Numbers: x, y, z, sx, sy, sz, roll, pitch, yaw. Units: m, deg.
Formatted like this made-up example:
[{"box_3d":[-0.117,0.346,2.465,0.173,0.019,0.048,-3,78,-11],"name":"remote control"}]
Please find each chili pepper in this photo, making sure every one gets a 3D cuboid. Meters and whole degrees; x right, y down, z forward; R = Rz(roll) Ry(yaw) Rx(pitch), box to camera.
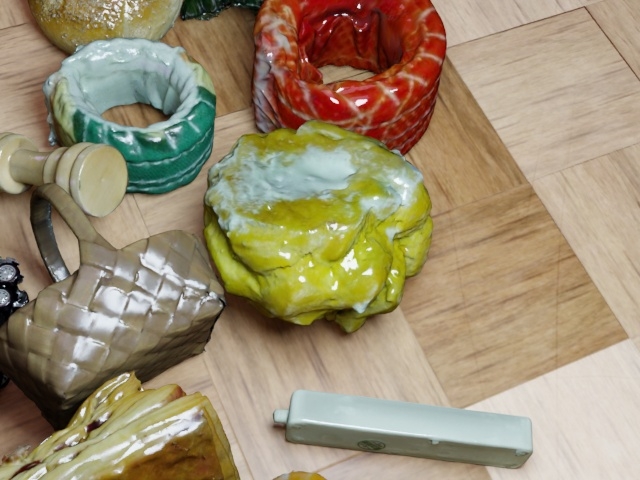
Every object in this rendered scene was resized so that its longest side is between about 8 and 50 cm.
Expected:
[{"box_3d":[-0.134,-0.470,1.819,0.264,0.116,0.148,-2,58,-8],"name":"chili pepper"}]

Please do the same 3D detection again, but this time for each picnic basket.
[{"box_3d":[-0.336,0.063,1.384,0.337,0.293,0.337,7,63,-13],"name":"picnic basket"}]

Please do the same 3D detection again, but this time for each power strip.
[{"box_3d":[0.120,0.280,1.427,0.385,0.091,0.062,7,58,-1],"name":"power strip"}]

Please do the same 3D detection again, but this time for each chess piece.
[{"box_3d":[-0.500,-0.126,1.547,0.397,0.117,0.117,12,57,27],"name":"chess piece"}]

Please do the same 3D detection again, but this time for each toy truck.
[{"box_3d":[-0.523,0.124,1.445,0.125,0.101,0.242,6,59,-4],"name":"toy truck"}]

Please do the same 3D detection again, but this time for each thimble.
[{"box_3d":[-0.321,-0.214,1.624,0.288,0.167,0.254,7,58,-3],"name":"thimble"},{"box_3d":[0.044,-0.302,1.677,0.350,0.230,0.350,3,59,-5],"name":"thimble"}]

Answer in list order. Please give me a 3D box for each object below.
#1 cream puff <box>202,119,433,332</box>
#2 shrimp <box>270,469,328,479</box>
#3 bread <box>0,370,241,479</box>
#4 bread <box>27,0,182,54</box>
[{"box_3d":[0.000,0.000,1.476,0.378,0.275,0.378,-1,40,1],"name":"cream puff"},{"box_3d":[-0.036,0.442,1.337,0.150,0.068,0.248,-6,55,5],"name":"shrimp"},{"box_3d":[-0.284,0.329,1.280,0.324,0.277,0.167,-28,44,-20],"name":"bread"},{"box_3d":[-0.400,-0.477,1.762,0.305,0.159,0.305,0,61,0],"name":"bread"}]
